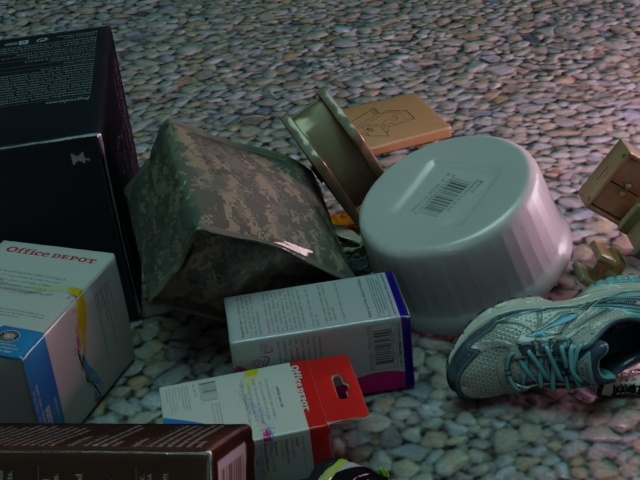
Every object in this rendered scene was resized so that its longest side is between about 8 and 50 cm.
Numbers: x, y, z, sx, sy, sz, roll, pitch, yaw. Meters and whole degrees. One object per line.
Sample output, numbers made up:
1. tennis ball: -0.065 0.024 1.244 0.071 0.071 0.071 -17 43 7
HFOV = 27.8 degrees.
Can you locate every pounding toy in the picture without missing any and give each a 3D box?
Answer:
1. pounding toy: 0.066 -0.125 1.866 0.155 0.269 0.154 -36 45 1

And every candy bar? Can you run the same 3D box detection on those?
1. candy bar: 0.039 -0.028 1.952 0.162 0.018 0.040 -11 35 -9

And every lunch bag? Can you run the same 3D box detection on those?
1. lunch bag: -0.095 -0.008 1.727 0.287 0.169 0.235 15 35 -31

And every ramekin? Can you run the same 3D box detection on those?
1. ramekin: 0.186 -0.018 1.728 0.277 0.135 0.277 -17 36 13

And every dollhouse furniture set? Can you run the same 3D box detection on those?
1. dollhouse furniture set: 0.457 -0.007 1.687 0.161 0.212 0.242 27 25 -20

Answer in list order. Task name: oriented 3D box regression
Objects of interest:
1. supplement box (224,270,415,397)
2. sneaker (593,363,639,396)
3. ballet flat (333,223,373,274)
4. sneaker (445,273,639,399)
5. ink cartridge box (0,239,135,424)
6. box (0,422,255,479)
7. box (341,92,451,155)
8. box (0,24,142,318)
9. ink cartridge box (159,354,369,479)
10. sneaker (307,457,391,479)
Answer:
1. supplement box: -0.003 0.127 1.613 0.220 0.111 0.114 -9 31 -5
2. sneaker: 0.369 0.172 1.551 0.083 0.032 0.037 -17 33 -17
3. ballet flat: 0.000 0.000 1.869 0.188 0.070 0.070 9 34 24
4. sneaker: 0.287 0.125 1.529 0.283 0.110 0.122 -21 28 -1
5. ink cartridge box: -0.366 0.133 1.608 0.171 0.168 0.232 7 33 20
6. box: -0.274 0.266 1.336 0.382 0.143 0.191 1 0 10
7. box: 0.102 -0.196 2.218 0.201 0.021 0.164 -14 32 -15
8. box: -0.385 -0.097 1.873 0.212 0.293 0.395 -9 31 -3
9. ink cartridge box: -0.065 0.216 1.506 0.231 0.078 0.134 -10 32 -7
10. sneaker: 0.018 0.305 1.340 0.097 0.084 0.234 7 34 16
